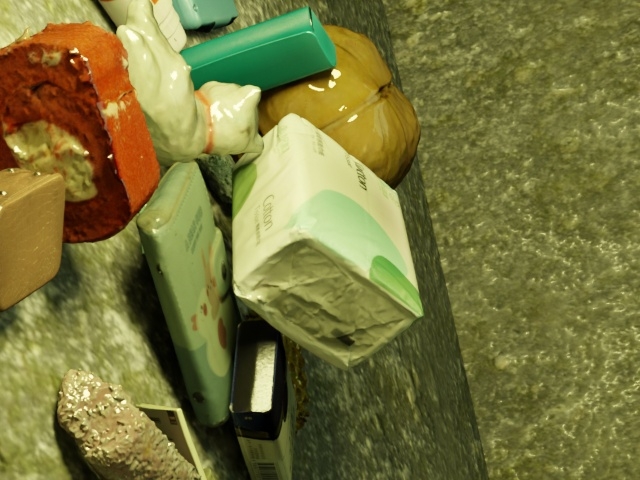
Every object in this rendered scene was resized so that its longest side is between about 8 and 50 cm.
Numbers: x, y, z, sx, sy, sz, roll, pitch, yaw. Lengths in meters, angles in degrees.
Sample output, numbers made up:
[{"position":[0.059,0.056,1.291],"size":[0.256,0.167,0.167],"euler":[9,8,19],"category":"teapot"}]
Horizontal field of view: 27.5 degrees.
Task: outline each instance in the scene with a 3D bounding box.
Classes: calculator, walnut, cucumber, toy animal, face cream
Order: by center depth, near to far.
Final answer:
[{"position":[-0.197,-0.227,2.000],"size":[0.266,0.188,0.308],"euler":[-56,155,-54],"category":"toy animal"},{"position":[-0.317,-0.416,2.052],"size":[0.102,0.102,0.345],"euler":[-90,155,-42],"category":"face cream"},{"position":[-0.176,-0.120,2.295],"size":[0.112,0.064,0.064],"euler":[56,24,-39],"category":"cucumber"},{"position":[-0.010,-0.202,2.370],"size":[0.308,0.398,0.354],"euler":[-29,88,-34],"category":"walnut"},{"position":[-0.230,-0.476,2.458],"size":[0.293,0.051,0.173],"euler":[-38,112,-71],"category":"calculator"}]

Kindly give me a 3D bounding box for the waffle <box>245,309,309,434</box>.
[{"position":[-0.073,0.226,2.312],"size":[0.228,0.051,0.231],"euler":[-39,112,-75],"category":"waffle"}]

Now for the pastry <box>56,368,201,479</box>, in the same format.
[{"position":[-0.234,0.277,1.655],"size":[0.103,0.112,0.265],"euler":[-53,127,-26],"category":"pastry"}]

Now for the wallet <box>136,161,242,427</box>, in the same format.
[{"position":[-0.190,0.071,1.976],"size":[0.252,0.083,0.360],"euler":[-79,160,-60],"category":"wallet"}]

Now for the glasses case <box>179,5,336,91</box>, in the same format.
[{"position":[-0.132,-0.287,2.169],"size":[0.117,0.301,0.070],"euler":[50,31,-51],"category":"glasses case"}]

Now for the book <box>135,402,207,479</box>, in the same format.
[{"position":[-0.191,0.307,1.775],"size":[0.014,0.127,0.181],"euler":[-25,100,-32],"category":"book"}]

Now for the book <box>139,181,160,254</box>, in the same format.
[{"position":[-0.252,-0.029,2.033],"size":[0.103,0.017,0.135],"euler":[38,41,-62],"category":"book"}]

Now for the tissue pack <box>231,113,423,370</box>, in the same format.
[{"position":[0.001,-0.001,2.072],"size":[0.266,0.194,0.356],"euler":[37,25,-26],"category":"tissue pack"}]

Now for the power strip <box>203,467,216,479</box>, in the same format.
[{"position":[-0.148,0.432,1.909],"size":[0.092,0.034,0.268],"euler":[-69,139,-63],"category":"power strip"}]

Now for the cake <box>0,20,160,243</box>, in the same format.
[{"position":[-0.324,-0.135,1.651],"size":[0.151,0.177,0.283],"euler":[-62,138,-67],"category":"cake"}]

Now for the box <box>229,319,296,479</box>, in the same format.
[{"position":[-0.087,0.260,2.058],"size":[0.259,0.071,0.168],"euler":[83,9,-54],"category":"box"}]

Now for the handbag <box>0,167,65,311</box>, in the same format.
[{"position":[-0.360,0.001,1.498],"size":[0.193,0.072,0.151],"euler":[-57,153,-69],"category":"handbag"}]
